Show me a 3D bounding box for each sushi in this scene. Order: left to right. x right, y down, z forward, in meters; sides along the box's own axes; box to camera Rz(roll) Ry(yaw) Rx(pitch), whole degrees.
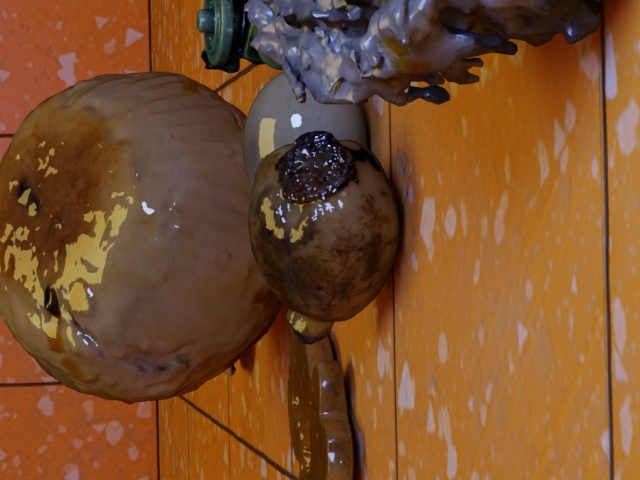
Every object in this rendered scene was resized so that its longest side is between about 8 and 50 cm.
[{"bbox_3d":[0.065,-0.272,0.963,0.417,0.176,0.417,-176,90,-72],"label":"sushi"}]

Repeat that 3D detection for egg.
[{"bbox_3d":[-0.014,-0.083,1.501,0.114,0.114,0.152,-112,21,-60],"label":"egg"}]

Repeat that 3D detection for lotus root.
[{"bbox_3d":[0.000,0.000,1.412,0.214,0.138,0.138,98,165,-47],"label":"lotus root"}]

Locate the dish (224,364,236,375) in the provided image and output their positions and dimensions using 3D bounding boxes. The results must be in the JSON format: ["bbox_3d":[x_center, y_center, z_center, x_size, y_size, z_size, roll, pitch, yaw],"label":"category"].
[{"bbox_3d":[-0.157,0.074,2.224,0.229,0.081,0.229,177,90,-89],"label":"dish"}]

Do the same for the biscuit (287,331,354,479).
[{"bbox_3d":[0.000,0.182,1.655,0.249,0.035,0.184,-108,21,-56],"label":"biscuit"}]

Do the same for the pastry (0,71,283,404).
[{"bbox_3d":[-0.198,0.001,1.905,0.389,0.313,0.388,-10,74,39],"label":"pastry"}]

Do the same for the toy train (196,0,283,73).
[{"bbox_3d":[-0.049,-0.313,1.608,0.369,0.150,0.237,-110,28,-54],"label":"toy train"}]
